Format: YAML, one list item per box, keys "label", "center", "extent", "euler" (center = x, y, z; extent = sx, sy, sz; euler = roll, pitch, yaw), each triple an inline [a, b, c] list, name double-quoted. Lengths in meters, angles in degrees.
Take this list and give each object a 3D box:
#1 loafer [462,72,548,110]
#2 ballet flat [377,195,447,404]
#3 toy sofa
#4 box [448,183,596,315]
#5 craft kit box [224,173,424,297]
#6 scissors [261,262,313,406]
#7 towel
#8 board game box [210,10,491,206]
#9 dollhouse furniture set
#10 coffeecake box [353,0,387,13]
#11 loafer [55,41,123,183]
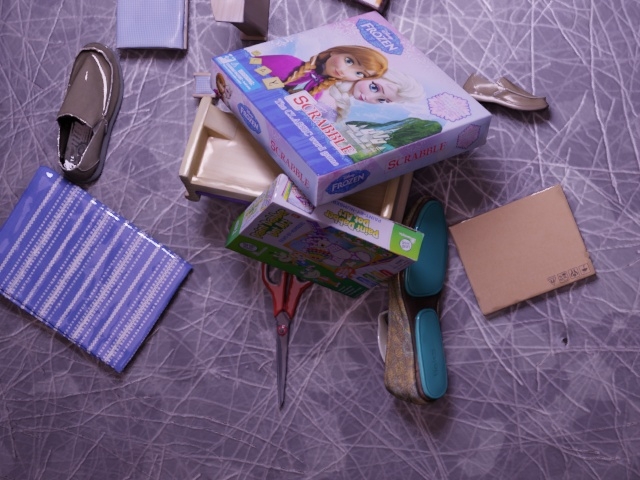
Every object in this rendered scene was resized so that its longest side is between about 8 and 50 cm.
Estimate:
- label: "loafer"
  center: [0.307, -0.246, 1.803]
  extent: [0.148, 0.056, 0.050]
  euler: [12, 100, 9]
- label: "ballet flat"
  center: [0.146, 0.100, 1.820]
  extent: [0.123, 0.123, 0.348]
  euler: [-1, 89, 9]
- label: "toy sofa"
  center: [-0.035, -0.106, 1.782]
  extent: [0.363, 0.177, 0.150]
  euler: [12, 73, 8]
- label: "box"
  center: [0.337, 0.016, 1.823]
  extent: [0.201, 0.021, 0.164]
  euler: [-22, 88, 9]
- label: "craft kit box"
  center: [0.000, 0.000, 1.730]
  extent: [0.247, 0.250, 0.061]
  euler: [24, 66, -13]
- label: "scissors"
  center: [-0.074, 0.136, 1.897]
  extent: [0.109, 0.021, 0.297]
  euler: [17, 95, 6]
- label: "towel"
  center: [-0.427, 0.050, 1.943]
  extent: [0.336, 0.040, 0.243]
  euler: [34, 96, 5]
- label: "board game box"
  center: [0.043, -0.217, 1.687]
  extent: [0.318, 0.066, 0.318]
  euler: [-22, 52, -26]
- label: "dollhouse furniture set"
  center: [-0.254, -0.375, 1.818]
  extent: [0.303, 0.198, 0.286]
  euler: [4, 92, 9]
- label: "coffeecake box"
  center: [0.075, -0.498, 1.826]
  extent: [0.142, 0.068, 0.185]
  euler: [26, 95, 7]
- label: "loafer"
  center: [-0.408, -0.224, 1.902]
  extent: [0.094, 0.087, 0.251]
  euler: [7, 93, 9]
